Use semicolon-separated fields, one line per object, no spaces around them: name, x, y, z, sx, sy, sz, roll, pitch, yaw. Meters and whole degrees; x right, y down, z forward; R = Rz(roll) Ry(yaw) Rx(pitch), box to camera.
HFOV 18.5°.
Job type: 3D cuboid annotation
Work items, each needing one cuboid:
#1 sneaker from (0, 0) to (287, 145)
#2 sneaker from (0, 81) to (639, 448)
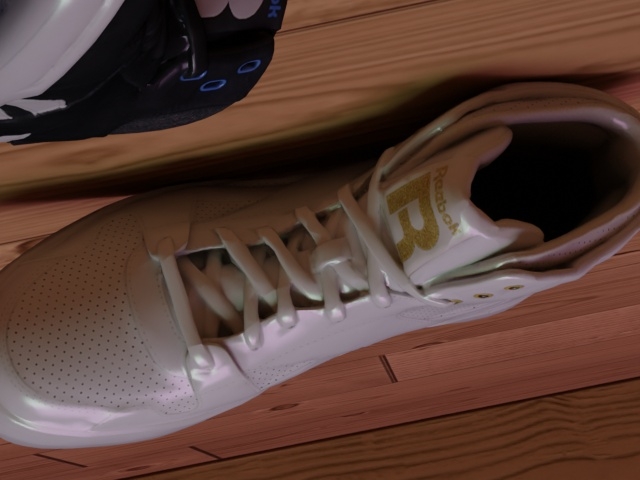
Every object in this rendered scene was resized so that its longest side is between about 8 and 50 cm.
sneaker;-0.049;-0.069;0.459;0.121;0.079;0.217;-9;178;-29
sneaker;0.000;0.000;0.812;0.293;0.108;0.169;-17;171;-24
